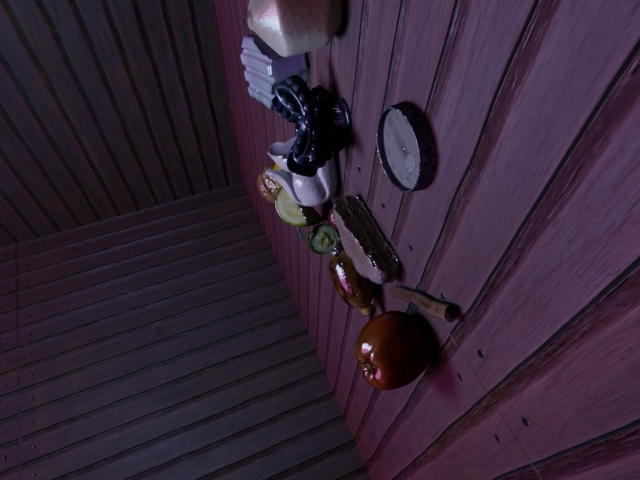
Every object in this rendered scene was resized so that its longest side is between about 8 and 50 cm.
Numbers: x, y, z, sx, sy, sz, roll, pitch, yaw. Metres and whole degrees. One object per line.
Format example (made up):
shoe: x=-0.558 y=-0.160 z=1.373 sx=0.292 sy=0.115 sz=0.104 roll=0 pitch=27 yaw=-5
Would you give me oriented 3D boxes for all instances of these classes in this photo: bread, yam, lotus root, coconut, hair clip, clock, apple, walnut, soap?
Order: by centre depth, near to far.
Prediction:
clock: x=0.200 y=-0.220 z=1.044 sx=0.215 sy=0.042 sz=0.215 roll=162 pitch=90 yaw=-76
coconut: x=-0.082 y=-0.636 z=1.178 sx=0.245 sy=0.247 sz=0.245 roll=163 pitch=90 yaw=-77
yam: x=0.279 y=0.170 z=1.216 sx=0.045 sy=0.045 sz=0.327 roll=43 pitch=172 yaw=-14
apple: x=0.214 y=0.323 z=1.291 sx=0.234 sy=0.234 sz=0.234 roll=162 pitch=90 yaw=-76
hair clip: x=-0.025 y=-0.368 z=1.384 sx=0.194 sy=0.206 sz=0.310 roll=153 pitch=103 yaw=-70
bread: x=0.142 y=0.014 z=1.430 sx=0.183 sy=0.102 sz=0.337 roll=88 pitch=157 yaw=-58
lotus root: x=0.117 y=0.140 z=1.573 sx=0.169 sy=0.141 sz=0.314 roll=114 pitch=136 yaw=-75
soap: x=-0.186 y=-0.672 z=1.703 sx=0.446 sy=0.156 sz=0.261 roll=-130 pitch=26 yaw=-56
walnut: x=-0.229 y=-0.292 z=2.263 sx=0.213 sy=0.213 sz=0.213 roll=162 pitch=90 yaw=-76

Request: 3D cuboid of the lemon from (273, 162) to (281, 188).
lemon: x=-0.104 y=-0.278 z=1.807 sx=0.244 sy=0.186 sz=0.187 roll=41 pitch=-154 yaw=-72

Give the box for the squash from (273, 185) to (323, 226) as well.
squash: x=-0.099 y=-0.138 z=1.829 sx=0.203 sy=0.111 sz=0.288 roll=64 pitch=-166 yaw=-3

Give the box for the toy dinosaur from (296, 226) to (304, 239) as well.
toy dinosaur: x=-0.112 y=-0.196 z=2.149 sx=0.331 sy=0.129 sz=0.384 roll=-116 pitch=15 yaw=-60

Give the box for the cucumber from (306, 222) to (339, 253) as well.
cucumber: x=-0.001 y=-0.003 z=1.900 sx=0.244 sy=0.134 sz=0.134 roll=165 pitch=87 yaw=-81

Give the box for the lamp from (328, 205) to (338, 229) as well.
lamp: x=0.076 y=-0.084 z=1.568 sx=0.101 sy=0.090 sz=0.101 roll=8 pitch=104 yaw=34

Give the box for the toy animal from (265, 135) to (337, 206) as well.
toy animal: x=-0.053 y=-0.244 z=1.611 sx=0.206 sy=0.271 sz=0.265 roll=-86 pitch=-23 yaw=-53
